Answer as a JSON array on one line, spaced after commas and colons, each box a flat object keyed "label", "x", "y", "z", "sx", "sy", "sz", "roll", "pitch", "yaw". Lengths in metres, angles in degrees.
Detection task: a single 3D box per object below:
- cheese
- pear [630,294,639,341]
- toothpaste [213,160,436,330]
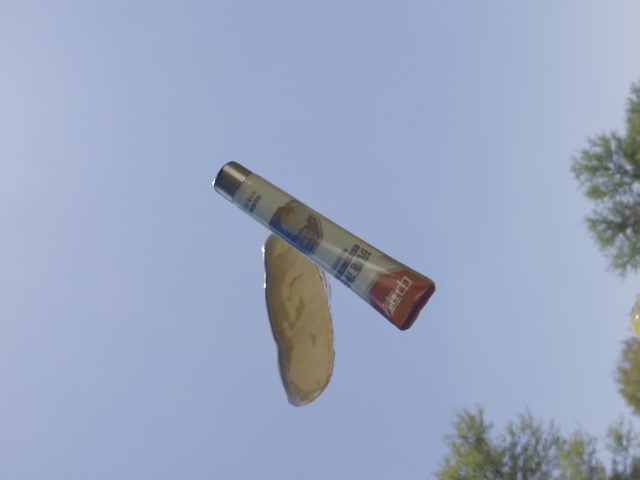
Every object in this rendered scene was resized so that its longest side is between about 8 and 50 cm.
[{"label": "cheese", "x": -0.035, "y": 0.183, "z": 1.403, "sx": 0.351, "sy": 0.130, "sz": 0.328, "roll": 80, "pitch": -177, "yaw": -63}, {"label": "pear", "x": 0.819, "y": 0.147, "z": 1.433, "sx": 0.336, "sy": 0.285, "sz": 0.285, "roll": -39, "pitch": -51, "yaw": -7}, {"label": "toothpaste", "x": 0.000, "y": 0.000, "z": 0.683, "sx": 0.062, "sy": 0.239, "sz": 0.039, "roll": -59, "pitch": -8, "yaw": 22}]
